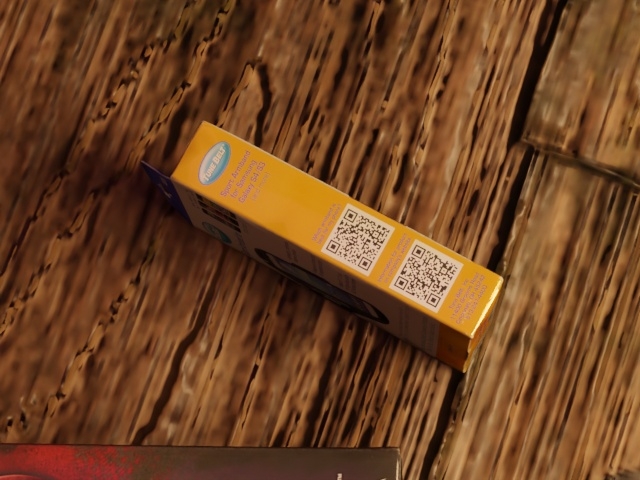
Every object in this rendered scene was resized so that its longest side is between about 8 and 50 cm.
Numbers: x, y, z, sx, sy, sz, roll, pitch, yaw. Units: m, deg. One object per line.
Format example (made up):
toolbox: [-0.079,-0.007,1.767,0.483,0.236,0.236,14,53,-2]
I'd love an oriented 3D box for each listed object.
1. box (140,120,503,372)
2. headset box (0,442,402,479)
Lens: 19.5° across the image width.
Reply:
box: [0.000,0.000,0.680,0.136,0.081,0.028,30,80,8]
headset box: [-0.118,0.179,0.629,0.293,0.110,0.218,1,78,3]
